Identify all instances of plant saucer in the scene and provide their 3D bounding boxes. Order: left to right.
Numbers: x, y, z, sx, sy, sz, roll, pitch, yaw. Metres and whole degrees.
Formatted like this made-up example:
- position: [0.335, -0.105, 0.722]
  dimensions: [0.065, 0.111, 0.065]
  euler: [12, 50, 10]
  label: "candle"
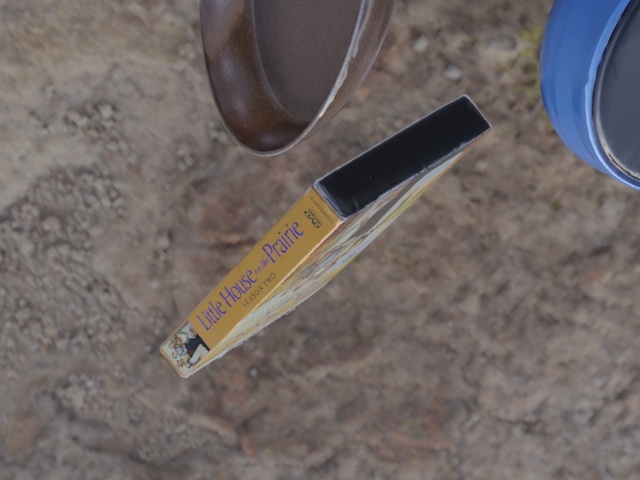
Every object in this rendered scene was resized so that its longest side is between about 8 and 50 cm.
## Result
- position: [-0.013, -0.216, 1.062]
  dimensions: [0.050, 0.310, 0.311]
  euler: [1, 115, -25]
  label: "plant saucer"

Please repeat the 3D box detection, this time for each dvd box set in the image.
- position: [0.000, 0.000, 1.804]
  dimensions: [0.307, 0.062, 0.420]
  euler: [-32, 171, -43]
  label: "dvd box set"

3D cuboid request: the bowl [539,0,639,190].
- position: [0.402, -0.207, 1.402]
  dimensions: [0.391, 0.077, 0.391]
  euler: [-16, 136, -16]
  label: "bowl"
